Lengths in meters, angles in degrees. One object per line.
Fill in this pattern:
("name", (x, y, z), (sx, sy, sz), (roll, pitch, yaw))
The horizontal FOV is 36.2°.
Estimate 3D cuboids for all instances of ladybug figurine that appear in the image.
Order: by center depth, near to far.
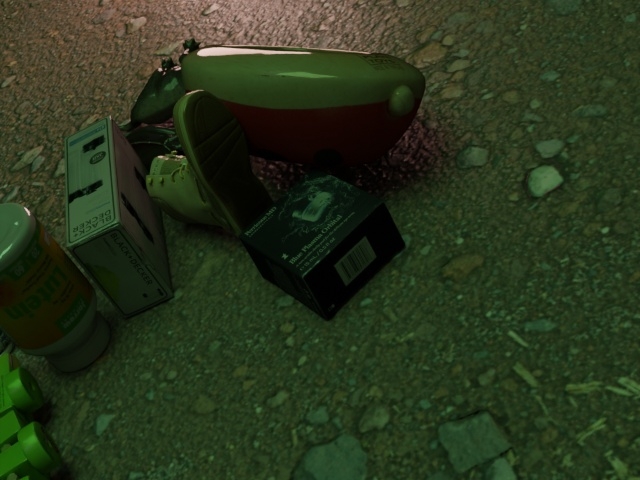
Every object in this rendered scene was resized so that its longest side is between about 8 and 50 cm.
("ladybug figurine", (-0.032, -0.205, 1.465), (0.305, 0.162, 0.449), (-7, 15, -37))

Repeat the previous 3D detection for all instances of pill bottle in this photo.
("pill bottle", (-0.401, 0.075, 1.378), (0.136, 0.246, 0.136), (-16, 43, 15))

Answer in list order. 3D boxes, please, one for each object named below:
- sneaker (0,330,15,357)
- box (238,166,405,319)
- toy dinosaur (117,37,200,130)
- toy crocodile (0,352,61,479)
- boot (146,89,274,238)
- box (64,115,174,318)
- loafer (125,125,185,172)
("sneaker", (-0.495, 0.138, 1.513), (0.052, 0.058, 0.135), (17, 59, 40))
("box", (0.000, 0.000, 1.344), (0.156, 0.093, 0.158), (-43, 41, -16))
("toy dinosaur", (-0.264, -0.268, 1.750), (0.313, 0.121, 0.160), (-14, 29, 11))
("toy crocodile", (-0.414, 0.270, 1.311), (0.115, 0.105, 0.340), (-33, 36, -6))
("boot", (-0.189, -0.112, 1.438), (0.203, 0.262, 0.095), (15, 55, 41))
("box", (-0.314, -0.041, 1.508), (0.087, 0.169, 0.290), (-25, 42, 5))
("loafer", (-0.254, -0.143, 1.643), (0.220, 0.080, 0.078), (-4, 46, 26))
